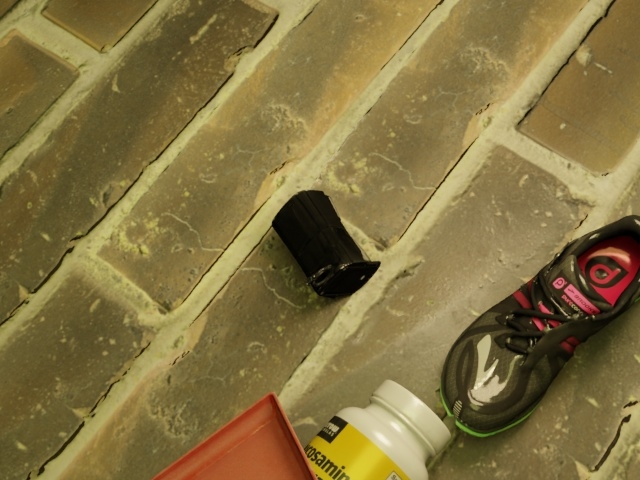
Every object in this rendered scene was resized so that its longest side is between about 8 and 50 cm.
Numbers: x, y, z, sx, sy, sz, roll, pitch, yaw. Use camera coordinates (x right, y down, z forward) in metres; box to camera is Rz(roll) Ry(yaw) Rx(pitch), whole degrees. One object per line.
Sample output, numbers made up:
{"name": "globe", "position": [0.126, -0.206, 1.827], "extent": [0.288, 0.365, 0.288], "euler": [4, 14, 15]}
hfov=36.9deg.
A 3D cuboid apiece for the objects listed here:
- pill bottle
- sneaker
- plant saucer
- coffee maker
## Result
{"name": "pill bottle", "position": [0.046, 0.388, 1.510], "extent": [0.188, 0.188, 0.334], "euler": [39, 75, 20]}
{"name": "sneaker", "position": [0.376, 0.120, 1.587], "extent": [0.483, 0.202, 0.185], "euler": [-44, 68, -13]}
{"name": "plant saucer", "position": [-0.128, 0.388, 1.454], "extent": [0.259, 0.047, 0.258], "euler": [-36, 33, 0]}
{"name": "coffee maker", "position": [0.000, 0.000, 1.698], "extent": [0.120, 0.171, 0.178], "euler": [-38, 65, 7]}
